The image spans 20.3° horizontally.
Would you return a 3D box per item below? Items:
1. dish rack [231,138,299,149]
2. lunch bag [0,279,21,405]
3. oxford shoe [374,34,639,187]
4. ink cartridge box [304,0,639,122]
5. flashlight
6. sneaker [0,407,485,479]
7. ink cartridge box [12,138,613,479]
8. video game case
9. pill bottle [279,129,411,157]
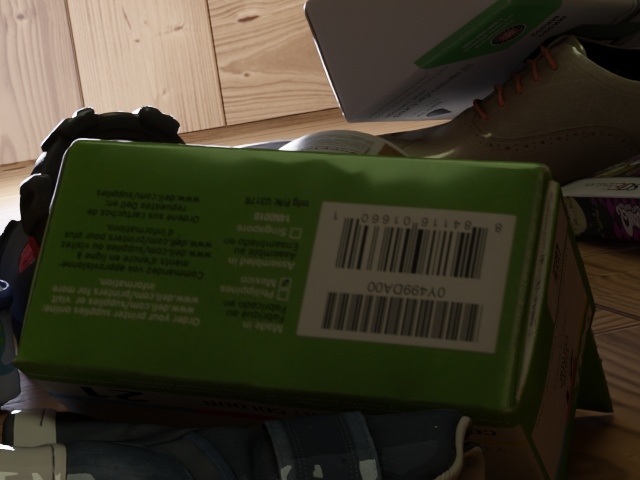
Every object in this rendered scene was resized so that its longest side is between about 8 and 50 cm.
[{"bbox_3d":[-0.069,-0.041,1.686,0.285,0.072,0.333,-12,8,-30],"label":"dish rack"},{"bbox_3d":[-0.289,0.066,1.097,0.176,0.090,0.219,-10,8,-30],"label":"lunch bag"},{"bbox_3d":[0.173,-0.102,1.488,0.397,0.146,0.140,-10,29,-4],"label":"oxford shoe"},{"bbox_3d":[0.167,-0.202,1.547,0.289,0.121,0.211,-6,-21,-44],"label":"ink cartridge box"},{"bbox_3d":[-0.147,-0.004,1.079,0.103,0.103,0.304,-39,5,-18],"label":"flashlight"},{"bbox_3d":[-0.031,0.099,0.614,0.163,0.086,0.226,-1,-2,-9],"label":"sneaker"},{"bbox_3d":[0.016,0.059,0.738,0.189,0.097,0.255,4,-23,18],"label":"ink cartridge box"},{"bbox_3d":[0.306,-0.057,1.320,0.232,0.042,0.210,-22,8,-12],"label":"video game case"},{"bbox_3d":[0.001,0.012,1.007,0.131,0.131,0.229,-7,8,8],"label":"pill bottle"}]
